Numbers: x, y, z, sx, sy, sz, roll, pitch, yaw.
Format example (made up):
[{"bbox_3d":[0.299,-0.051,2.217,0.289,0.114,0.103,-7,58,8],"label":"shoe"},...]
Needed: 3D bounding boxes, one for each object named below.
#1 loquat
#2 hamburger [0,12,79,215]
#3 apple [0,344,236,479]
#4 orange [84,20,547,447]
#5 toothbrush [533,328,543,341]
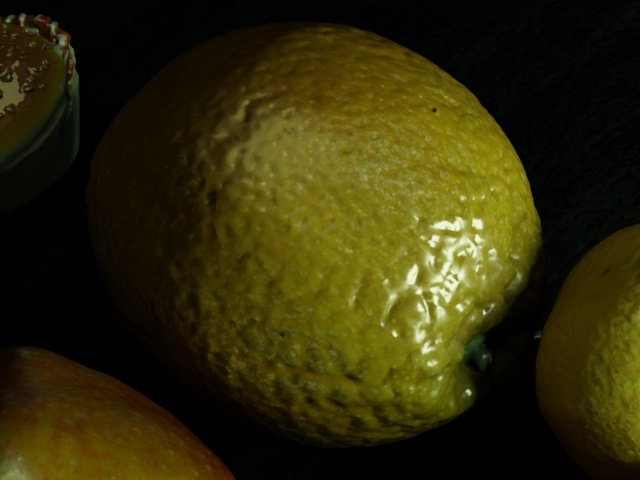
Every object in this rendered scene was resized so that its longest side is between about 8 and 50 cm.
[{"bbox_3d":[0.253,0.087,1.344,0.208,0.208,0.208,-7,40,6],"label":"loquat"},{"bbox_3d":[-0.371,-0.128,1.792,0.295,0.151,0.227,8,47,19],"label":"hamburger"},{"bbox_3d":[-0.186,0.225,1.243,0.288,0.288,0.317,-19,28,-8],"label":"apple"},{"bbox_3d":[0.000,0.000,1.431,0.322,0.322,0.357,-34,54,-24],"label":"orange"},{"bbox_3d":[0.212,0.067,1.518,0.194,0.017,0.014,-12,46,-4],"label":"toothbrush"}]
